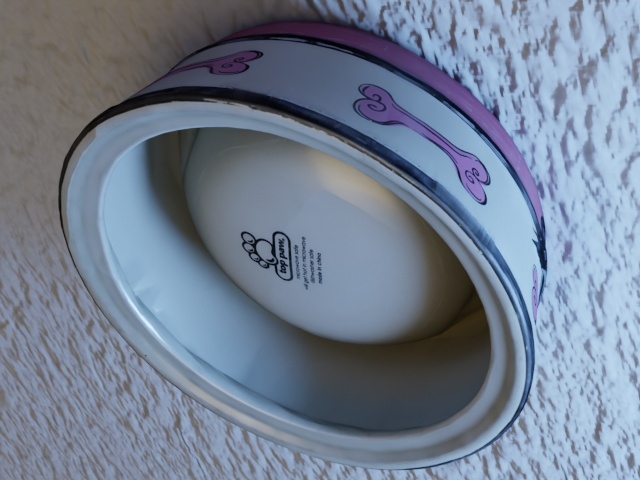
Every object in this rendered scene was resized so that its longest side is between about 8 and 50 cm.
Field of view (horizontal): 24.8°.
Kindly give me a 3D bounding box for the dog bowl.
[{"bbox_3d":[0.000,0.000,1.187,0.408,0.150,0.408,18,140,16],"label":"dog bowl"}]
